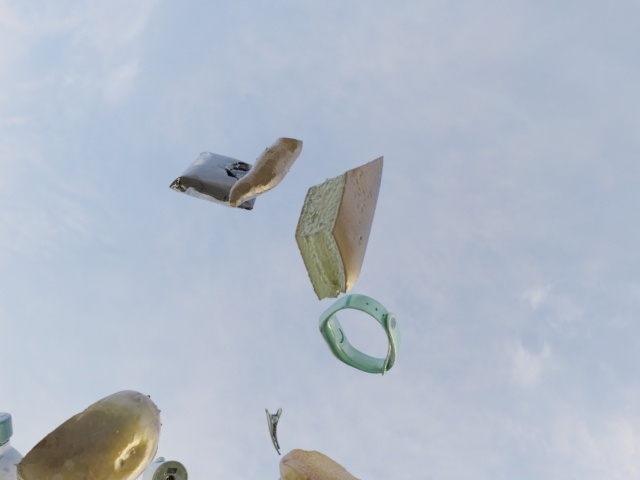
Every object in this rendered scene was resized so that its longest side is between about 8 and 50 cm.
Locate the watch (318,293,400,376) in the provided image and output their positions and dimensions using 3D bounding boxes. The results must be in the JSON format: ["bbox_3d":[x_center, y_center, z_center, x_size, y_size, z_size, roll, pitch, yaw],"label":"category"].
[{"bbox_3d":[0.103,0.236,1.314,0.195,0.068,0.237,-7,-59,28],"label":"watch"}]

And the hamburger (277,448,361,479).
[{"bbox_3d":[0.033,0.607,1.195,0.314,0.290,0.170,15,-102,45],"label":"hamburger"}]

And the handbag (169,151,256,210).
[{"bbox_3d":[-0.244,-0.155,1.363,0.211,0.254,0.088,15,-63,-2],"label":"handbag"}]

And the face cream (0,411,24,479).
[{"bbox_3d":[-0.816,0.602,1.230,0.313,0.219,0.357,-7,-93,8],"label":"face cream"}]

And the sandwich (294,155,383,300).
[{"bbox_3d":[0.031,-0.037,0.856,0.094,0.096,0.258,-15,-127,49],"label":"sandwich"}]

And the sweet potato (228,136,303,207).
[{"bbox_3d":[-0.123,-0.143,1.149,0.077,0.243,0.077,26,-33,19],"label":"sweet potato"}]

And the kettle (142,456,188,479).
[{"bbox_3d":[-0.433,0.675,1.478,0.148,0.098,0.126,-32,-101,53],"label":"kettle"}]

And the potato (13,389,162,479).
[{"bbox_3d":[-0.372,0.356,0.880,0.138,0.243,0.098,40,-26,25],"label":"potato"}]

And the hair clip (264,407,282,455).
[{"bbox_3d":[-0.099,0.433,1.210,0.039,0.030,0.115,-11,-73,-18],"label":"hair clip"}]
